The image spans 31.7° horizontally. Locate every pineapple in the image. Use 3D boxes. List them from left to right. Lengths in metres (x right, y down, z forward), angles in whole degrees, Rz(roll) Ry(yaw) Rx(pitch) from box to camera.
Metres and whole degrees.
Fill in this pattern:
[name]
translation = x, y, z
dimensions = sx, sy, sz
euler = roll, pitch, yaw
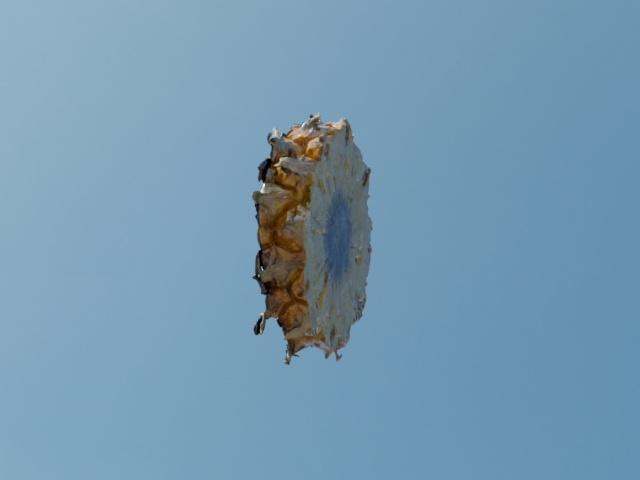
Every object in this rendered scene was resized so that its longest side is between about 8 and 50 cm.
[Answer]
[pineapple]
translation = 0.000, 0.000, 0.910
dimensions = 0.047, 0.221, 0.221
euler = 0, -55, 22
